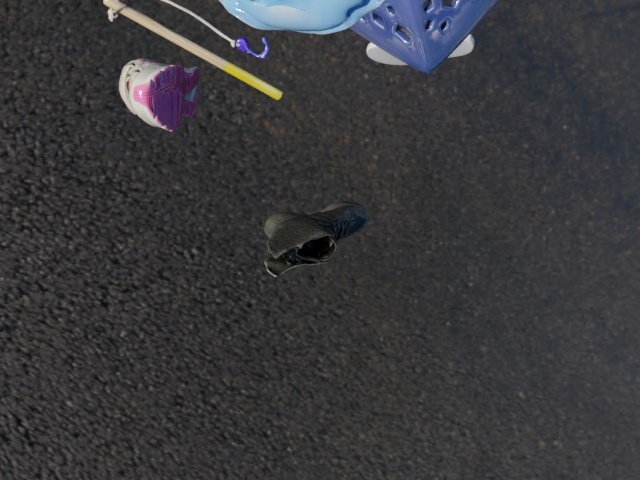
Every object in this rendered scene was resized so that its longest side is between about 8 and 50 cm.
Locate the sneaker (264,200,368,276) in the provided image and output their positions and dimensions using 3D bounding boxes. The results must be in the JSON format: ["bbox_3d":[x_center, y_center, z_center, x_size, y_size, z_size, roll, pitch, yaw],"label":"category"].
[{"bbox_3d":[0.000,-0.002,1.012,0.170,0.089,0.051,-8,121,-29],"label":"sneaker"}]

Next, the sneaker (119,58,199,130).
[{"bbox_3d":[-0.266,-0.232,1.331,0.111,0.252,0.102,8,100,1],"label":"sneaker"}]

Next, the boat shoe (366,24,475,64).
[{"bbox_3d":[0.211,-0.429,1.794,0.080,0.229,0.076,48,42,-58],"label":"boat shoe"}]

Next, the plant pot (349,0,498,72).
[{"bbox_3d":[0.116,-0.407,1.120,0.236,0.236,0.212,-47,151,-7],"label":"plant pot"}]

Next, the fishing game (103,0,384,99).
[{"bbox_3d":[-0.014,-0.228,0.547,0.189,0.041,0.264,23,113,-14],"label":"fishing game"}]
